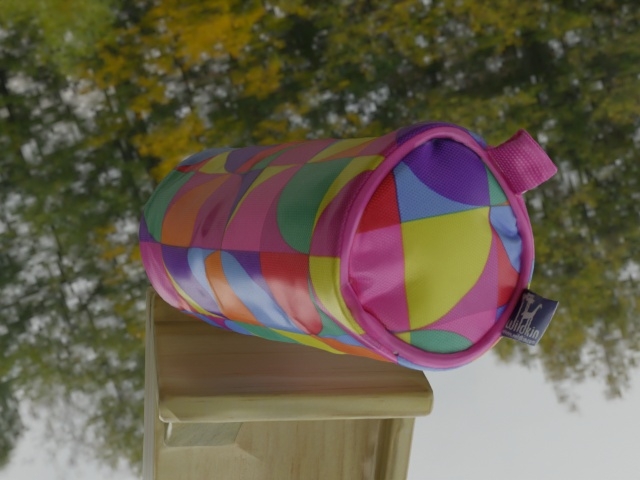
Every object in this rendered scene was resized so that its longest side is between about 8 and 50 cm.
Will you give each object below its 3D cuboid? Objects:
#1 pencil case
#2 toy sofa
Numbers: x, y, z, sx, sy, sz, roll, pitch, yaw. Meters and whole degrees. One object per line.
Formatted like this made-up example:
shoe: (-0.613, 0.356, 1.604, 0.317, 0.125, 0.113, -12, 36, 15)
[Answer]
pencil case: (0.000, 0.000, 0.525, 0.104, 0.104, 0.236, -25, -166, -27)
toy sofa: (-0.037, 0.204, 0.732, 0.150, 0.362, 0.177, 1, -159, -10)
